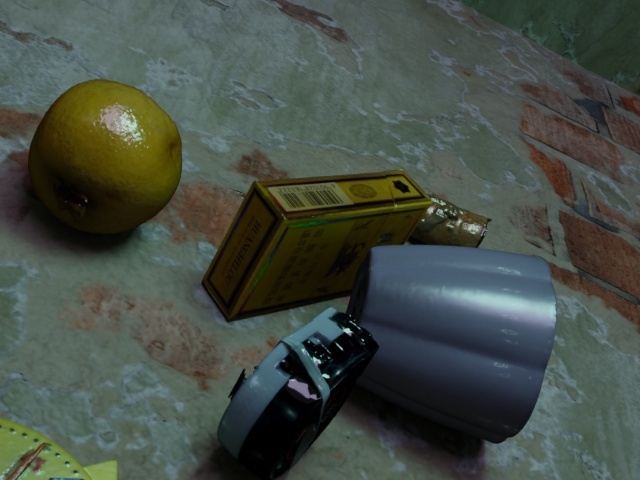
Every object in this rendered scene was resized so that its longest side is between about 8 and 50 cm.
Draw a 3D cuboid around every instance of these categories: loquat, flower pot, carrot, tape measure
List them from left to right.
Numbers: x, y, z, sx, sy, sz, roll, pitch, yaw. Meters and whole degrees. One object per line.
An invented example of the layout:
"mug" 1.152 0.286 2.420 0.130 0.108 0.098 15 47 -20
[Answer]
"loquat" -0.286 -0.108 1.179 0.208 0.208 0.208 21 35 -15
"tape measure" -0.035 0.181 1.018 0.107 0.182 0.181 39 23 17
"carrot" 0.164 -0.043 1.563 0.263 0.102 0.102 21 34 -4
"flower pot" 0.160 0.122 1.214 0.243 0.265 0.265 14 35 -2

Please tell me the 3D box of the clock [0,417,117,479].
"clock" -0.312 0.268 0.784 0.293 0.071 0.277 10 39 -28

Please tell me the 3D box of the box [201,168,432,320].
"box" 0.000 0.000 1.268 0.301 0.193 0.084 -8 50 -44
